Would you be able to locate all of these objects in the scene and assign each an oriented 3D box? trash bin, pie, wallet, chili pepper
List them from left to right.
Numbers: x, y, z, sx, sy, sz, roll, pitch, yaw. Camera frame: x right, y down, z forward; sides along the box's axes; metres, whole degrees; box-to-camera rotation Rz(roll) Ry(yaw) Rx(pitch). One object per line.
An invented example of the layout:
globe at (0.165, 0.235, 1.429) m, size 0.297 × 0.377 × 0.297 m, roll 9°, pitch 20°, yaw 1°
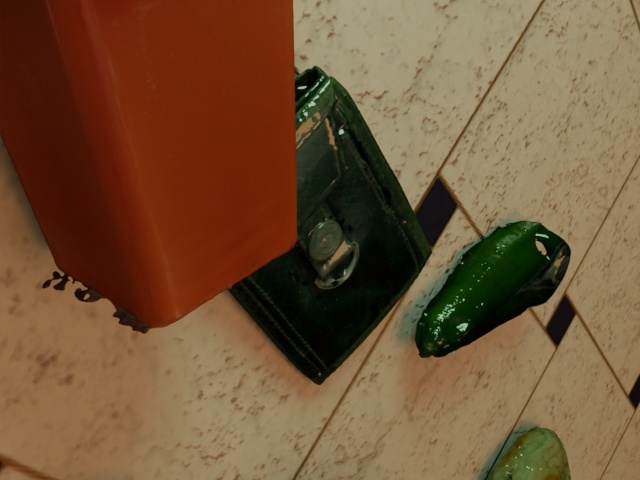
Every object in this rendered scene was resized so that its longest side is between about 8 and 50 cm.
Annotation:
trash bin at (-0.105, -0.081, 0.463) m, size 0.184 × 0.161 × 0.238 m, roll -31°, pitch 130°, yaw -36°
wallet at (0.002, 0.001, 0.692) m, size 0.160 × 0.055 × 0.236 m, roll -49°, pitch 136°, yaw -13°
chili pepper at (0.167, 0.059, 0.887) m, size 0.216 × 0.062 × 0.108 m, roll -28°, pitch 125°, yaw -35°
pie at (0.251, 0.355, 1.079) m, size 0.201 × 0.090 × 0.247 m, roll -31°, pitch 123°, yaw -32°
